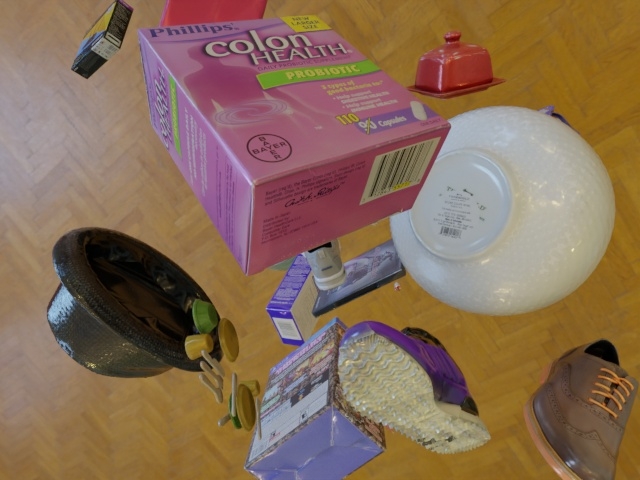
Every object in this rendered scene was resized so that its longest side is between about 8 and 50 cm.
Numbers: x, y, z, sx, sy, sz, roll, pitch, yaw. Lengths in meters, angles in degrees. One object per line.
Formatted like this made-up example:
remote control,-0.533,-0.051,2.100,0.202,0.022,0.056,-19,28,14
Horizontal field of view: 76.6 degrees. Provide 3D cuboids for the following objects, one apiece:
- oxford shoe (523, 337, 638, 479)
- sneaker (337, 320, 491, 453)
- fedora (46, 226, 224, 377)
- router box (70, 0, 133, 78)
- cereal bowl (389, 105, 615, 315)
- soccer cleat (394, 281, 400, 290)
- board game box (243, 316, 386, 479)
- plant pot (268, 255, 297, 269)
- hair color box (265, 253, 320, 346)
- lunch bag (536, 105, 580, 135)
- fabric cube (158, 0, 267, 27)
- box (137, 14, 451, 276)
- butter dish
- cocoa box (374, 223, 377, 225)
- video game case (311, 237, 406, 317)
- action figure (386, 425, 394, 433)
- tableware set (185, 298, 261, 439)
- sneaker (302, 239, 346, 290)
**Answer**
oxford shoe,0.432,0.259,0.660,0.130,0.363,0.133,38,118,17
sneaker,0.117,0.171,0.553,0.102,0.146,0.293,-30,124,22
fedora,-0.330,0.133,0.704,0.152,0.334,0.334,-43,96,7
router box,-0.541,-0.497,1.003,0.178,0.046,0.133,-12,62,36
cereal bowl,0.244,-0.049,0.630,0.338,0.141,0.339,-4,84,42
soccer cleat,0.329,0.195,1.737,0.029,0.083,0.036,-13,71,8
board game box,-0.004,0.345,0.858,0.232,0.291,0.141,-42,102,16
plant pot,-0.158,0.018,1.830,0.293,0.293,0.196,-17,147,17
hair color box,-0.060,0.194,1.494,0.110,0.339,0.185,1,128,27
lunch bag,0.695,-0.293,1.414,0.327,0.385,0.239,-20,70,45
fabric cube,-0.336,-0.642,1.226,0.259,0.254,0.258,16,93,-23
box,-0.036,-0.120,0.426,0.243,0.213,0.117,52,147,28
butter dish,0.271,-0.364,0.831,0.160,0.160,0.118,-16,118,-10
cocoa box,0.071,-0.206,1.826,0.347,0.228,0.232,6,84,39
video game case,0.107,0.091,1.087,0.274,0.196,0.026,-31,107,25
action figure,0.116,0.427,1.106,0.091,0.280,0.139,-20,103,0
tableware set,-0.098,0.135,0.421,0.024,0.104,0.154,-16,134,5
sneaker,0.000,0.000,1.010,0.105,0.281,0.115,-20,120,-6
